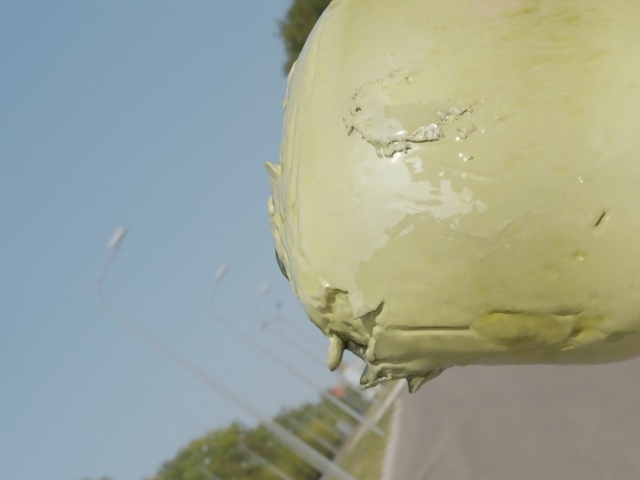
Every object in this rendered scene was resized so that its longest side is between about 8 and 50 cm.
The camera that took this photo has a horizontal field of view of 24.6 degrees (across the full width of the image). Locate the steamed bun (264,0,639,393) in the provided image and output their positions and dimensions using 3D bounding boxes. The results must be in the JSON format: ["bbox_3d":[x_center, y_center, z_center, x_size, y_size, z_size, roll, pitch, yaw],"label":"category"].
[{"bbox_3d":[0.089,-0.058,0.794,0.273,0.232,0.166,-81,-3,-45],"label":"steamed bun"}]

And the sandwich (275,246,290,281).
[{"bbox_3d":[-0.002,-0.004,1.160,0.101,0.069,0.026,-54,3,31],"label":"sandwich"}]
